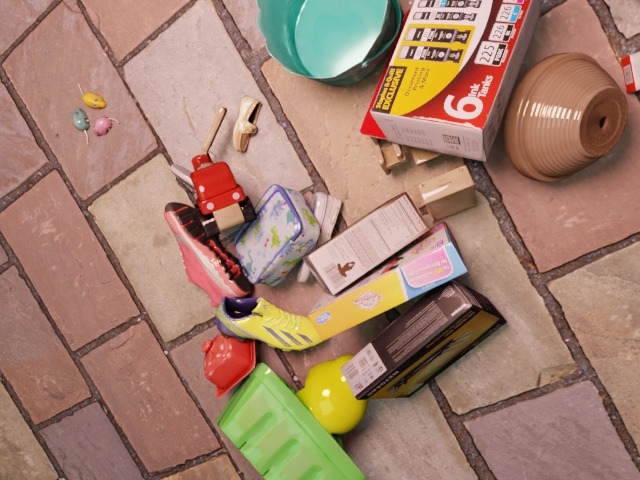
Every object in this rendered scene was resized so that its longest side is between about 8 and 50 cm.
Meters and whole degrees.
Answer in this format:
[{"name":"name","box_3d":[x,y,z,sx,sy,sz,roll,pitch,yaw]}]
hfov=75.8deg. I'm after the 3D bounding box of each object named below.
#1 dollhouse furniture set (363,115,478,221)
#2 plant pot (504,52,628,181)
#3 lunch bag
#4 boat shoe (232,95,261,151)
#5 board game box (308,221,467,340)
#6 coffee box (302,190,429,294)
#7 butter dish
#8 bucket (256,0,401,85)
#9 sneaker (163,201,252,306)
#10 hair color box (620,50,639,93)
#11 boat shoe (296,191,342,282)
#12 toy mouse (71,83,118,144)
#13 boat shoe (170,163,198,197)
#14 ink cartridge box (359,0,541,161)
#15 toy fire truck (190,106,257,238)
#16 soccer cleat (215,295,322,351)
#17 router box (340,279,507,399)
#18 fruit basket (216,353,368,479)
[{"name":"dollhouse furniture set","box_3d":[0.242,-0.185,0.891,0.211,0.161,0.242,-21,73,17]},{"name":"plant pot","box_3d":[0.470,-0.220,0.756,0.237,0.109,0.238,-6,109,-18]},{"name":"lunch bag","box_3d":[-0.113,-0.012,0.978,0.219,0.090,0.176,-47,52,27]},{"name":"boat shoe","box_3d":[-0.178,-0.281,1.003,0.045,0.050,0.136,18,105,16]},{"name":"board game box","box_3d":[0.146,0.079,0.889,0.316,0.242,0.064,-30,93,18]},{"name":"coffee box","box_3d":[0.092,0.008,0.894,0.246,0.141,0.098,-34,92,-9]},{"name":"butter dish","box_3d":[-0.253,0.294,1.067,0.160,0.160,0.118,-43,120,18]},{"name":"bucket","box_3d":[0.024,-0.457,0.839,0.280,0.183,0.282,3,101,18]},{"name":"sneaker","box_3d":[-0.322,0.045,1.071,0.136,0.116,0.314,-38,90,19]},{"name":"hair color box","box_3d":[0.661,-0.338,0.776,0.141,0.043,0.072,-13,97,18]},{"name":"boat shoe","box_3d":[0.000,0.000,0.994,0.075,0.083,0.227,10,106,-17]},{"name":"toy mouse","box_3d":[-0.629,-0.327,1.121,0.160,0.031,0.143,30,107,7]},{"name":"boat shoe","box_3d":[-0.337,-0.146,1.072,0.142,0.049,0.040,36,108,3]},{"name":"ink cartridge box","box_3d":[0.223,-0.337,0.769,0.271,0.130,0.310,19,84,28]},{"name":"toy fire truck","box_3d":[-0.237,-0.161,0.938,0.158,0.217,0.247,-24,111,-13]},{"name":"soccer cleat","box_3d":[-0.120,0.201,1.029,0.288,0.093,0.121,8,120,-2]},{"name":"router box","box_3d":[0.229,0.227,0.897,0.309,0.242,0.081,-46,52,18]},{"name":"fruit basket","box_3d":[-0.024,0.432,1.034,0.391,0.283,0.393,6,71,-16]}]
